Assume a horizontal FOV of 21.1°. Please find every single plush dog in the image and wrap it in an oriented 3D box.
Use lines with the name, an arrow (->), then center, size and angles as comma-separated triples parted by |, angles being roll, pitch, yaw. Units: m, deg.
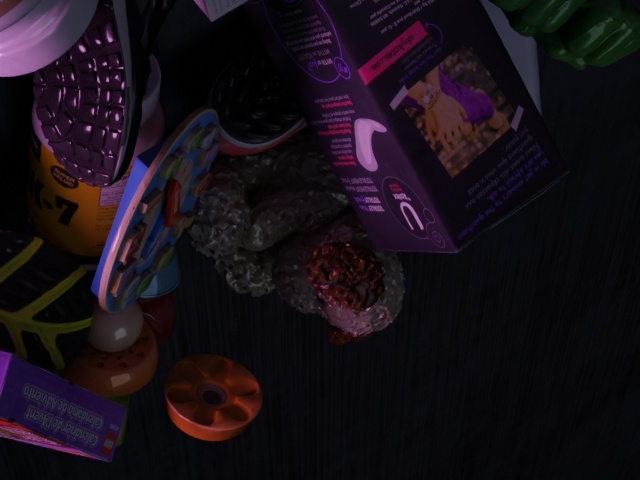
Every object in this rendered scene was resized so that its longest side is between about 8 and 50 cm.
plush dog -> 0.000, 0.000, 1.746 | 0.211, 0.225, 0.262 | -38, 164, -3

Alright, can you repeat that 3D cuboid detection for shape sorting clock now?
shape sorting clock -> -0.141, -0.025, 1.537 | 0.206, 0.040, 0.206 | -57, 168, -19

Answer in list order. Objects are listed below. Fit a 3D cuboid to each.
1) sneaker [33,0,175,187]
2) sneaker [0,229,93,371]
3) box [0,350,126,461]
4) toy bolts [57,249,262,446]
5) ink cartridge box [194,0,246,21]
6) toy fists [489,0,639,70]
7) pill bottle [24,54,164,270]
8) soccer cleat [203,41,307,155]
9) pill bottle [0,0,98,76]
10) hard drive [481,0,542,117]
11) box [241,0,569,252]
sneaker -> -0.152, -0.183, 1.382 | 0.124, 0.107, 0.283 | -22, 123, -46
sneaker -> -0.366, 0.015, 1.469 | 0.385, 0.147, 0.145 | 43, 55, -45
box -> -0.348, 0.126, 1.533 | 0.201, 0.293, 0.057 | 38, 64, -61
toy bolts -> -0.156, 0.074, 1.705 | 0.218, 0.228, 0.158 | 7, 132, -13
ink cartridge box -> -0.036, -0.289, 1.479 | 0.198, 0.067, 0.115 | -33, 152, -11
toy fists -> 0.219, -0.245, 1.672 | 0.096, 0.142, 0.279 | -50, 143, 13
pill bottle -> -0.203, -0.080, 1.544 | 0.119, 0.119, 0.208 | -21, 147, -28
soccer cleat -> 0.014, -0.187, 1.679 | 0.318, 0.108, 0.116 | -36, -178, -19
pill bottle -> -0.268, -0.231, 1.190 | 0.153, 0.153, 0.264 | -39, 147, 2
hard drive -> 0.137, -0.157, 1.896 | 0.233, 0.047, 0.353 | -34, 151, -8
box -> 0.075, -0.138, 1.545 | 0.143, 0.270, 0.165 | -34, -166, -20
